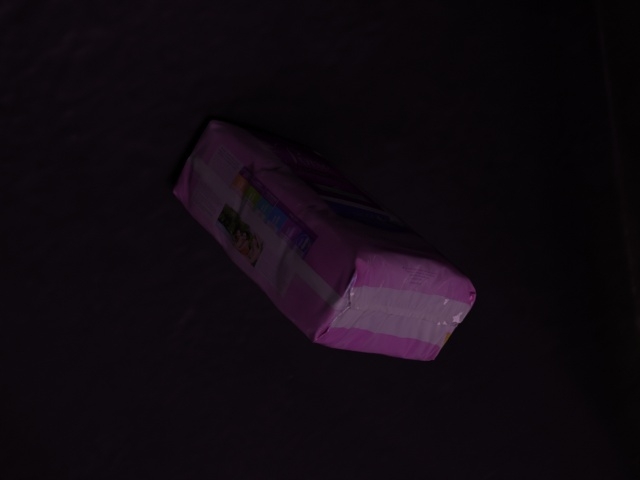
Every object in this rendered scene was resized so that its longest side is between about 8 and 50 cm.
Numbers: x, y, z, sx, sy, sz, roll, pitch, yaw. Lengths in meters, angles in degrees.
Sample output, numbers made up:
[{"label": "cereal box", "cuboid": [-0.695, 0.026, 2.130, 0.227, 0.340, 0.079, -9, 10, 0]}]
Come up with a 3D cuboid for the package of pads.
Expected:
[{"label": "package of pads", "cuboid": [0.000, 0.000, 0.381, 0.050, 0.083, 0.032, 16, 110, -44]}]
